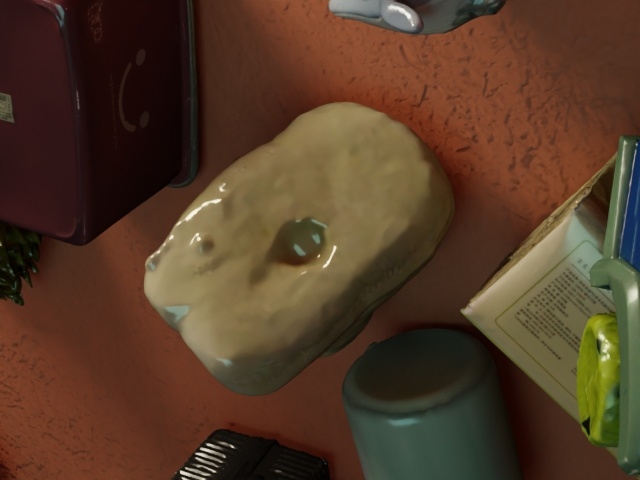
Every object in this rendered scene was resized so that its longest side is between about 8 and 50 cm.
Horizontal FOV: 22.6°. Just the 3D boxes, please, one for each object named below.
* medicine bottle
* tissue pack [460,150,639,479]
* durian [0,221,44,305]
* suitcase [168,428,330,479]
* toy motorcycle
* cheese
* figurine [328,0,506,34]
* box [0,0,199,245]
[{"bbox_3d":[0.108,0.203,1.440,0.139,0.139,0.225,1,121,32],"label":"medicine bottle"},{"bbox_3d":[0.256,0.071,1.263,0.234,0.125,0.159,43,131,1],"label":"tissue pack"},{"bbox_3d":[-0.397,-0.113,1.595,0.394,0.163,0.198,50,172,-1],"label":"durian"},{"bbox_3d":[-0.090,0.387,1.631,0.152,0.229,0.335,11,126,26],"label":"suitcase"},{"bbox_3d":[0.283,-0.003,1.081,0.191,0.200,0.326,0,89,-2],"label":"toy motorcycle"},{"bbox_3d":[-0.001,-0.002,1.372,0.248,0.251,0.173,-44,78,8],"label":"cheese"},{"bbox_3d":[0.070,-0.237,1.175,0.184,0.128,0.208,43,125,3],"label":"figurine"},{"bbox_3d":[-0.228,-0.148,1.393,0.193,0.167,0.294,18,128,24],"label":"box"}]
